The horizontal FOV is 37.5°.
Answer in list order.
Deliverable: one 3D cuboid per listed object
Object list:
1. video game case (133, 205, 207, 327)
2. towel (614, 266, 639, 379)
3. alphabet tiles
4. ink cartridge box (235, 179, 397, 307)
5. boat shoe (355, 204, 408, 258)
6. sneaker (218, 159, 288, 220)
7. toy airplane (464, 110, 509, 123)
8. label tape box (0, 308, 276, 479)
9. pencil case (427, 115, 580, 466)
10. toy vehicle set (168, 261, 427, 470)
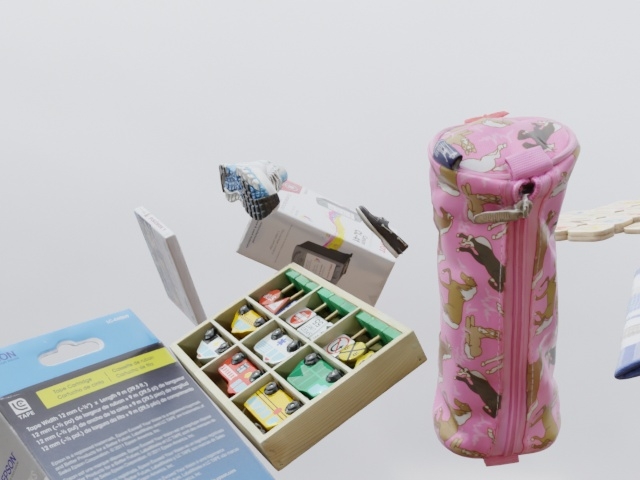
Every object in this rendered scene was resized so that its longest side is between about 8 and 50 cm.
[{"bbox_3d":[-0.272,0.050,1.723,0.023,0.183,0.201,-27,-61,-19],"label":"video game case"},{"bbox_3d":[0.470,0.066,1.162,0.209,0.285,0.034,-25,-79,32],"label":"towel"},{"bbox_3d":[0.507,-0.038,1.646,0.284,0.021,0.278,-16,11,-38],"label":"alphabet tiles"},{"bbox_3d":[0.000,0.000,1.984,0.306,0.226,0.131,23,-71,-2],"label":"ink cartridge box"},{"bbox_3d":[0.116,-0.023,1.781,0.038,0.125,0.046,-41,3,-1],"label":"boat shoe"},{"bbox_3d":[-0.079,-0.081,1.292,0.083,0.191,0.071,-16,-70,-16],"label":"sneaker"},{"bbox_3d":[0.257,-0.158,1.353,0.151,0.151,0.028,-8,-68,10],"label":"toy airplane"},{"bbox_3d":[-0.240,0.260,1.127,0.249,0.348,0.115,-16,-38,-48],"label":"label tape box"},{"bbox_3d":[0.198,0.059,1.043,0.160,0.167,0.386,17,-56,35],"label":"pencil case"},{"bbox_3d":[-0.033,0.109,0.921,0.166,0.267,0.035,-35,-66,-15],"label":"toy vehicle set"}]
